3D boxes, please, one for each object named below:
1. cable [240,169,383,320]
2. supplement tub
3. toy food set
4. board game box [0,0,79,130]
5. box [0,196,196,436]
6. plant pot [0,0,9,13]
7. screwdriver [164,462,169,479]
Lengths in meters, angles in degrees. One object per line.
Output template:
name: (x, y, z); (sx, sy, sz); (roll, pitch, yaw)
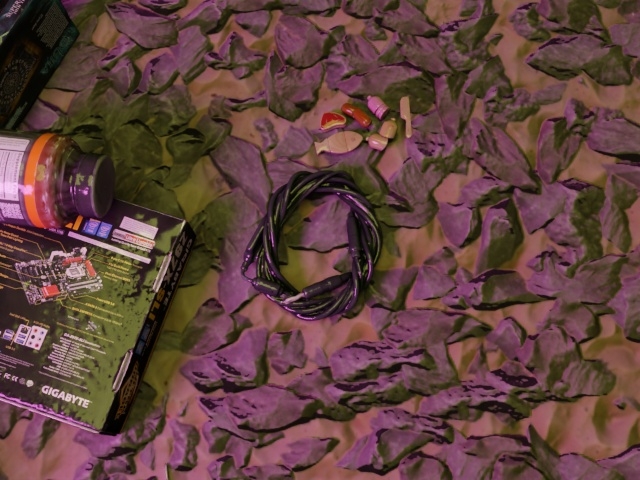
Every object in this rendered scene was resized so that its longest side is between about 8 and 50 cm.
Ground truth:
cable: (0.000, 0.000, 0.917); (0.150, 0.047, 0.184); (28, 77, 9)
supplement tub: (-0.330, -0.068, 0.838); (0.198, 0.106, 0.106); (6, 75, 3)
toy food set: (0.053, -0.147, 0.972); (0.122, 0.019, 0.078); (-5, 74, 8)
board game box: (-0.374, -0.219, 0.947); (0.026, 0.126, 0.186); (26, 76, 8)
box: (-0.341, 0.055, 0.896); (0.322, 0.079, 0.257); (17, 74, 6)
plant pot: (-0.445, -0.395, 0.964); (0.187, 0.188, 0.167); (-37, 49, -8)
screwdriver: (-0.163, 0.333, 0.846); (0.025, 0.024, 0.170); (-27, 66, 24)
